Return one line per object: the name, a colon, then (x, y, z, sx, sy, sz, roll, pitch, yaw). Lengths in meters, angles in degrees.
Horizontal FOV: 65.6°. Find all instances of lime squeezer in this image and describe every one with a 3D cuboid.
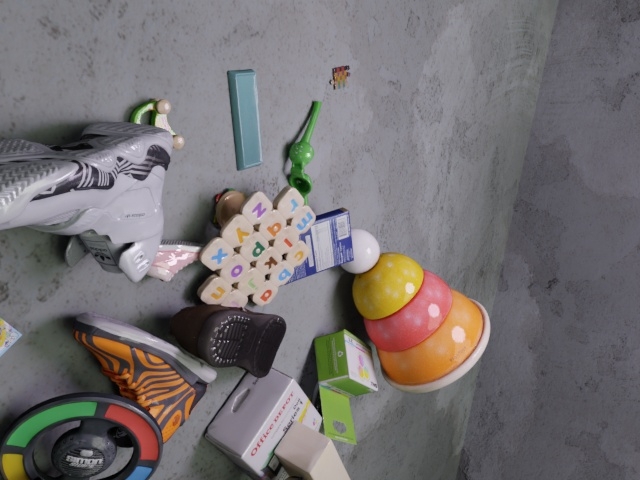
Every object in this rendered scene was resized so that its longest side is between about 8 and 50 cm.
lime squeezer: (-0.039, -0.161, 1.136, 0.110, 0.059, 0.310, -59, 153, -76)

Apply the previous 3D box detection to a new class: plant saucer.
plant saucer: (-0.144, -0.236, 0.982, 0.067, 0.018, 0.192, -27, 123, -47)

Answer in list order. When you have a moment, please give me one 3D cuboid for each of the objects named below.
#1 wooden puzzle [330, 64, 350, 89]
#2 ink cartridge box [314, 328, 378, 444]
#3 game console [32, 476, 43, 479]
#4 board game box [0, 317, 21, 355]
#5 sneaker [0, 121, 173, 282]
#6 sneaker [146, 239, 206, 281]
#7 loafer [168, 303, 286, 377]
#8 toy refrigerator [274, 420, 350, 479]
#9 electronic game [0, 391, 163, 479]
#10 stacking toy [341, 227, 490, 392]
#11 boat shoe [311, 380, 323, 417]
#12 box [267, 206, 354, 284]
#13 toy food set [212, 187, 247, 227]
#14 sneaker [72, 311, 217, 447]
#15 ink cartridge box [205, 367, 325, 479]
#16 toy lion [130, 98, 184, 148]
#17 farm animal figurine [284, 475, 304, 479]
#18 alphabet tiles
wooden puzzle: (0.048, -0.393, 1.202, 0.083, 0.006, 0.049, -32, 126, -45)
ink cartridge box: (0.078, 0.392, 1.323, 0.189, 0.097, 0.255, 42, 33, -51)
game console: (-0.493, 0.369, 0.647, 0.213, 0.044, 0.361, -38, 128, -22)
board game box: (-0.479, 0.115, 0.630, 0.103, 0.026, 0.154, -54, 139, -28)
sneaker: (-0.310, -0.028, 0.647, 0.366, 0.138, 0.210, -56, 155, -65)
sneaker: (-0.260, 0.036, 0.887, 0.134, 0.051, 0.070, 3, 101, -52)
loafer: (-0.173, 0.182, 0.992, 0.133, 0.130, 0.366, -67, 160, -14)
toy refrigerator: (-0.005, 0.534, 1.153, 0.094, 0.102, 0.269, -50, 139, -32)
electronic game: (-0.359, 0.324, 0.757, 0.229, 0.048, 0.229, -6, 116, -13)
stacking toy: (0.210, 0.146, 1.371, 0.480, 0.351, 0.350, 52, 56, -19)
boat shoe: (0.001, 0.450, 1.386, 0.049, 0.040, 0.142, 26, 80, -54)
box: (-0.031, 0.018, 1.156, 0.225, 0.036, 0.136, -19, 119, -23)
toy food set: (-0.179, -0.061, 0.989, 0.083, 0.020, 0.083, 18, 86, -54)
sneaker: (-0.307, 0.250, 0.827, 0.180, 0.125, 0.321, -63, 142, -20)
ink cartridge box: (-0.112, 0.448, 1.164, 0.201, 0.117, 0.278, -54, 140, -28)
toy lion: (-0.279, -0.169, 0.812, 0.096, 0.034, 0.100, -37, 129, -32)
farm animal figurine: (-0.178, 0.638, 1.066, 0.331, 0.172, 0.326, -11, 119, -14)
alphabet tiles: (-0.125, 0.025, 1.013, 0.284, 0.021, 0.278, -51, 148, -8)
